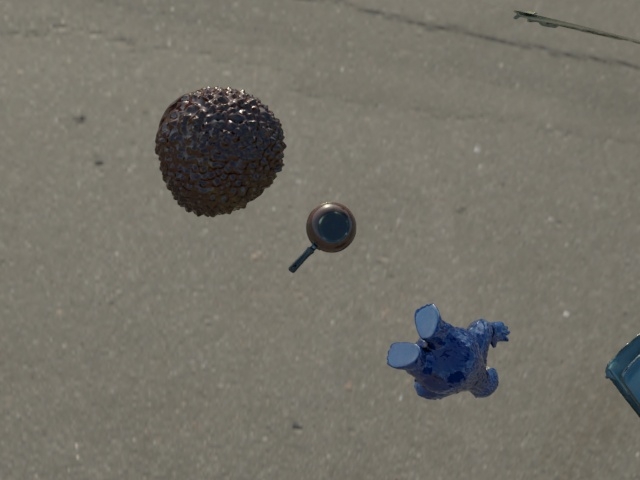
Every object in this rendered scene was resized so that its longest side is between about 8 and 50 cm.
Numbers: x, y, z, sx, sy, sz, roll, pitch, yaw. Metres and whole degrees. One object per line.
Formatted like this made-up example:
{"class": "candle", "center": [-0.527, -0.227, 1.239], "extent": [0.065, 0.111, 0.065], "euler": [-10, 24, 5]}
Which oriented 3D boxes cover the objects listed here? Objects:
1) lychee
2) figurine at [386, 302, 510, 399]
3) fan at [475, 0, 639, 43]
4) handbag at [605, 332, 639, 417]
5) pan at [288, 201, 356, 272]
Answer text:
{"class": "lychee", "center": [-0.093, -0.083, 1.120], "extent": [0.123, 0.123, 0.129], "euler": [-33, 23, -30]}
{"class": "figurine", "center": [0.231, 0.212, 2.066], "extent": [0.262, 0.164, 0.121], "euler": [17, 23, -42]}
{"class": "fan", "center": [0.272, -0.280, 1.539], "extent": [0.415, 0.012, 0.233], "euler": [18, 11, 18]}
{"class": "handbag", "center": [0.532, 0.171, 1.750], "extent": [0.221, 0.057, 0.144], "euler": [-39, 100, -9]}
{"class": "pan", "center": [0.000, 0.000, 1.625], "extent": [0.068, 0.023, 0.115], "euler": [42, 87, -7]}
